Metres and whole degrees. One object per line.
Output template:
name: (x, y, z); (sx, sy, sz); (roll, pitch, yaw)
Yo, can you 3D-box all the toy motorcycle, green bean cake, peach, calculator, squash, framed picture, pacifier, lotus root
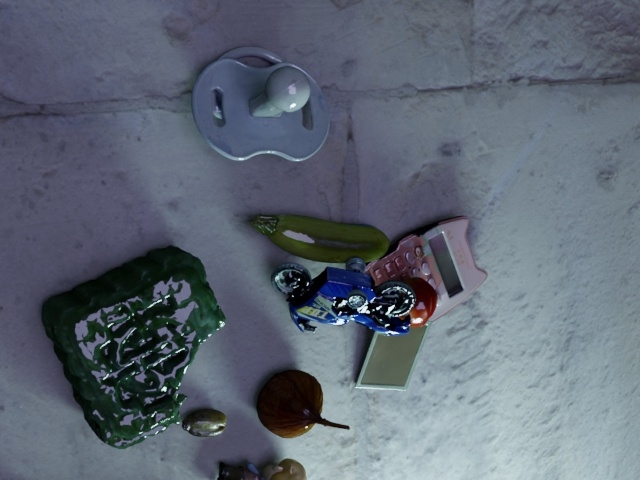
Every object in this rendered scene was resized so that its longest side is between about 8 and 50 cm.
toy motorcycle: (0.044, 0.130, 1.877); (0.315, 0.113, 0.169); (11, 128, -9)
green bean cake: (-0.325, 0.197, 1.698); (0.308, 0.169, 0.300); (-28, 111, -22)
peach: (0.202, 0.132, 1.961); (0.100, 0.101, 0.101); (-6, 102, -27)
calculator: (0.215, 0.086, 2.033); (0.329, 0.048, 0.220); (-29, 113, -17)
squash: (0.000, 0.000, 1.878); (0.341, 0.094, 0.094); (8, 96, -31)
framed picture: (0.163, 0.253, 2.030); (0.142, 0.011, 0.183); (8, 110, -29)
pacifier: (-0.090, -0.271, 1.704); (0.287, 0.226, 0.238); (3, 80, -29)
lotus root: (-0.238, 0.371, 1.843); (0.099, 0.049, 0.054); (3, 107, -29)

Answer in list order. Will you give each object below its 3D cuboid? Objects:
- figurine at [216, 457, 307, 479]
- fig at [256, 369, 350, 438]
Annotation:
figurine: (-0.122, 0.514, 1.916); (0.196, 0.108, 0.114); (9, 85, -11)
fig: (-0.037, 0.358, 1.866); (0.134, 0.201, 0.146); (24, 94, -39)
